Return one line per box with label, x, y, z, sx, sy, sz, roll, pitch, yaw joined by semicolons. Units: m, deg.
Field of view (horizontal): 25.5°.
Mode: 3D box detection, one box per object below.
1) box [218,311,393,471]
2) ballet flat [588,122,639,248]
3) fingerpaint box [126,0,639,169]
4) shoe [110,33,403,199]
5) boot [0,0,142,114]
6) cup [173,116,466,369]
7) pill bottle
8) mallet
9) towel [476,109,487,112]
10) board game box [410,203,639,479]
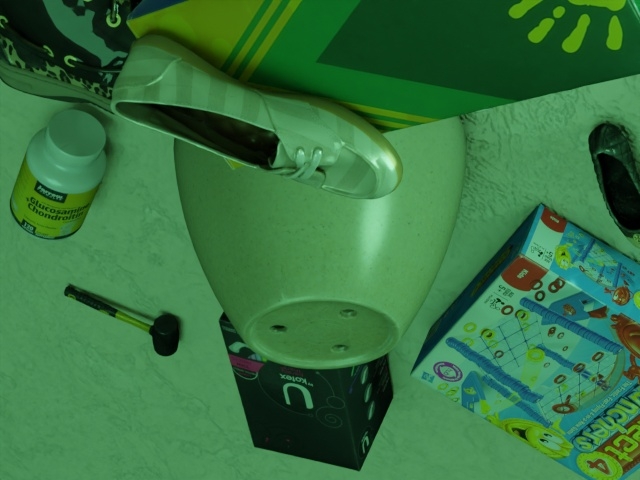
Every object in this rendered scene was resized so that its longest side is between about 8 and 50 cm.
box;-0.014;0.160;1.877;0.165;0.143;0.270;10;138;22
ballet flat;0.325;-0.051;1.531;0.057;0.049;0.173;-5;130;35
fingerpaint box;0.116;-0.281;1.094;0.371;0.445;0.163;-11;128;36
shoe;-0.048;-0.075;1.013;0.219;0.058;0.076;24;142;3
boot;-0.236;-0.284;1.542;0.377;0.138;0.284;12;138;27
cup;0.000;0.000;1.536;0.331;0.237;0.331;0;150;0
pill bottle;-0.336;-0.086;1.829;0.103;0.103;0.184;30;141;-3
mallet;-0.290;0.105;2.065;0.190;0.039;0.062;28;142;7
towel;0.183;-0.241;1.410;0.187;0.049;0.282;41;139;-16
board game box;0.310;0.141;1.717;0.302;0.086;0.308;30;140;-3
